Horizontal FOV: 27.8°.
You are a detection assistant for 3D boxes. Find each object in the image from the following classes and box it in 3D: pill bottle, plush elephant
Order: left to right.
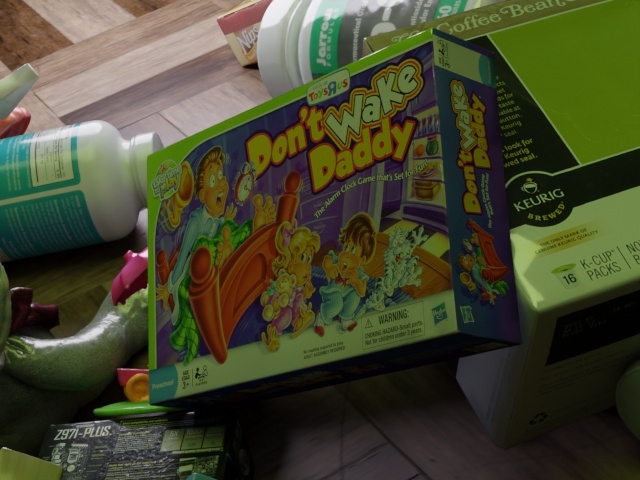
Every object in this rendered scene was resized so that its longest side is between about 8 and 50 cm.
[{"bbox_3d":[-0.342,0.078,1.245,0.272,0.255,0.330,-2,36,18],"label":"plush elephant"},{"bbox_3d":[-0.314,-0.059,1.535,0.264,0.146,0.146,-10,34,4],"label":"pill bottle"},{"bbox_3d":[0.105,-0.228,1.560,0.361,0.204,0.204,8,39,44],"label":"pill bottle"}]

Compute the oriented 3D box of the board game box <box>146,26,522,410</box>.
[{"bbox_3d":[-0.007,-0.001,1.059,0.347,0.078,0.233,-19,68,42],"label":"board game box"}]

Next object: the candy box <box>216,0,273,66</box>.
[{"bbox_3d":[0.021,-0.376,1.877,0.316,0.087,0.183,-41,19,-33],"label":"candy box"}]

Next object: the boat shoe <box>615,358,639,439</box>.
[{"bbox_3d":[0.396,0.135,1.028,0.306,0.113,0.105,6,32,23],"label":"boat shoe"}]

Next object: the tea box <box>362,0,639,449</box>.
[{"bbox_3d":[0.241,-0.045,1.146,0.329,0.220,0.323,-17,55,-14],"label":"tea box"}]

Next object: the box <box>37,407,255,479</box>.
[{"bbox_3d":[-0.160,0.229,1.120,0.180,0.077,0.147,-7,34,10],"label":"box"}]

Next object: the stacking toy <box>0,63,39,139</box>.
[{"bbox_3d":[-0.510,-0.135,1.600,0.309,0.130,0.279,-40,-3,-38],"label":"stacking toy"}]

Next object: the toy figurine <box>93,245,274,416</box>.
[{"bbox_3d":[-0.133,0.080,1.225,0.173,0.159,0.130,-4,-5,-10],"label":"toy figurine"}]

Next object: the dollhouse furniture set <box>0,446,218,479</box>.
[{"bbox_3d":[-0.145,0.333,0.942,0.303,0.198,0.286,22,55,-17],"label":"dollhouse furniture set"}]
